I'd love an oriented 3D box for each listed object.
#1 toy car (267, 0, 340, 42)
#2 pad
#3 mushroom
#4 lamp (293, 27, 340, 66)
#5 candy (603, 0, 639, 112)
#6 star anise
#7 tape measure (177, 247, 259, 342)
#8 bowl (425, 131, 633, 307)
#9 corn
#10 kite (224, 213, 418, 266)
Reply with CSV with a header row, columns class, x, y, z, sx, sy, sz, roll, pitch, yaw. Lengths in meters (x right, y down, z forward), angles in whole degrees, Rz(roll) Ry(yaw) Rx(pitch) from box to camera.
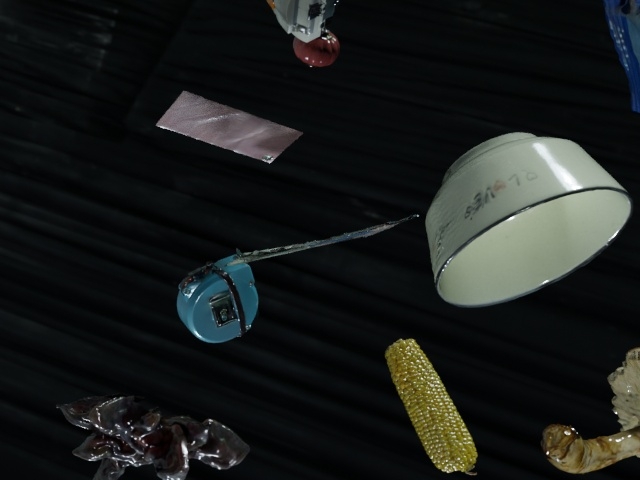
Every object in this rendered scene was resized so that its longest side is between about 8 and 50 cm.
class,x,y,z,sx,sy,sz,roll,pitch,yaw
toy car,-0.080,-0.469,1.637,0.118,0.301,0.193,-33,161,-21
pad,-0.131,-0.162,1.446,0.113,0.188,0.006,-34,-135,55
mushroom,0.415,0.252,1.366,0.233,0.302,0.208,102,-7,-50
lamp,-0.009,-0.441,2.278,0.107,0.108,0.092,-52,165,-51
candy,0.436,-0.206,1.114,0.077,0.331,0.187,-25,111,-14
star anise,-0.234,0.281,1.410,0.283,0.213,0.129,27,61,-62
tape measure,-0.168,0.098,1.624,0.125,0.081,0.146,-24,121,-21
bowl,0.219,-0.036,1.135,0.237,0.238,0.126,72,-3,-64
corn,0.225,0.348,2.052,0.102,0.310,0.101,-27,165,-8
kite,0.000,0.000,1.437,0.314,0.335,0.011,-9,84,-57
